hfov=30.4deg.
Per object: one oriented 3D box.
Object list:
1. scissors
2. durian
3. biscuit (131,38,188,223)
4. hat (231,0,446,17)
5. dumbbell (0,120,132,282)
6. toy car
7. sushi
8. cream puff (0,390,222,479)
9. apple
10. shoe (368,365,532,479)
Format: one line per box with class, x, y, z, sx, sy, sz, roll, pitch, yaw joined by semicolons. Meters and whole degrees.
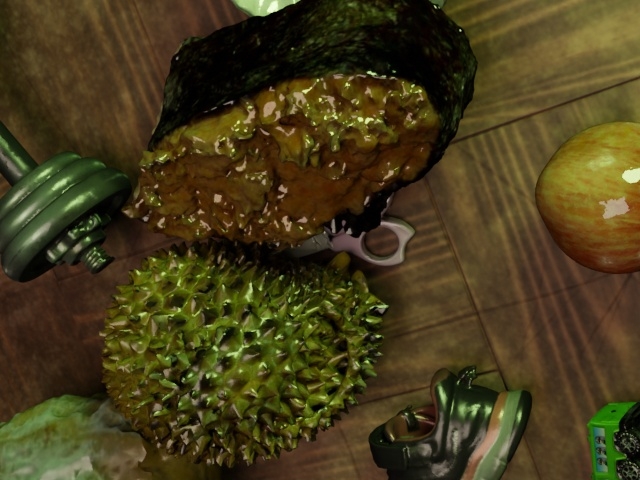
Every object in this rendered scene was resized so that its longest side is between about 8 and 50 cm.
scissors;0.000;0.000;1.301;0.212;0.021;0.110;-21;100;26
durian;-0.083;0.121;1.244;0.258;0.293;0.258;177;90;-65
biscuit;-0.158;-0.118;1.311;0.061;0.055;0.219;23;114;9
hat;0.016;-0.359;1.133;0.258;0.168;0.301;8;84;8
dumbbell;-0.375;-0.123;1.332;0.406;0.179;0.179;49;117;3
toy car;0.318;0.248;1.220;0.062;0.071;0.165;2;107;38
sushi;-0.007;-0.100;1.145;0.348;0.207;0.234;-18;131;37
cream puff;-0.263;0.364;1.407;0.378;0.275;0.378;-3;77;13
apple;0.277;-0.041;1.107;0.131;0.146;0.146;22;115;37
shoe;0.108;0.253;1.280;0.137;0.114;0.291;32;113;5
